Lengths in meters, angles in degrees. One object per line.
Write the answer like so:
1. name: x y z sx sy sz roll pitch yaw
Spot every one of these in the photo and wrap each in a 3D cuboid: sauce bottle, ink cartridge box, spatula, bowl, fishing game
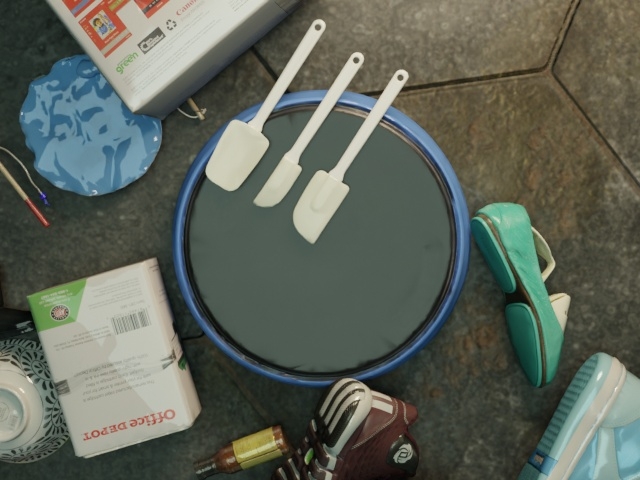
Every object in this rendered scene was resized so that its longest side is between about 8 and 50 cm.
1. sauce bottle: -0.105 0.282 1.369 0.128 0.042 0.042 -19 92 3
2. ink cartridge box: -0.174 -0.350 1.255 0.309 0.130 0.272 -38 87 9
3. spatula: -0.014 -0.140 1.277 0.168 0.019 0.242 33 94 1
4. bowl: 0.000 0.000 1.332 0.391 0.077 0.391 0 93 2
5. bowl: -0.409 0.219 1.358 0.170 0.080 0.170 0 94 3
6. fishing game: -0.300 -0.150 1.354 0.264 0.041 0.189 -39 92 -4
7. ink cartridge box: -0.262 0.149 1.341 0.160 0.092 0.219 -16 93 3

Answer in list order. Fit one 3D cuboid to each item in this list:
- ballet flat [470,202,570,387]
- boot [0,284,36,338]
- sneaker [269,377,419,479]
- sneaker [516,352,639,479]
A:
1. ballet flat: 0.273 0.064 1.327 0.087 0.083 0.247 -22 95 -15
2. boot: -0.425 0.081 1.369 0.121 0.045 0.099 -13 90 4
3. sneaker: 0.038 0.313 1.340 0.162 0.106 0.281 17 116 -28
4. sneaker: 0.366 0.326 1.314 0.208 0.127 0.319 28 95 2
